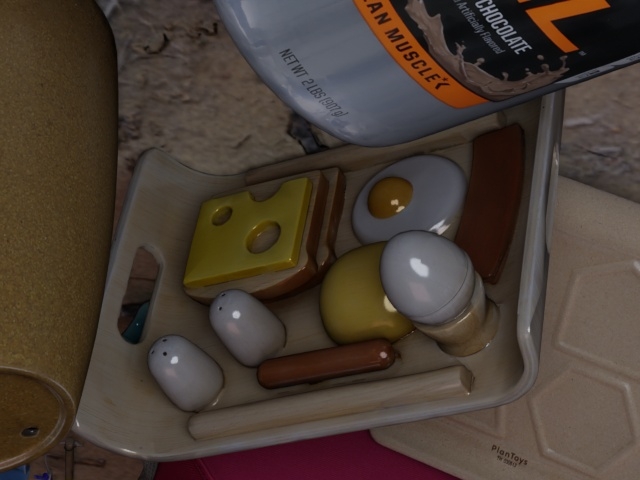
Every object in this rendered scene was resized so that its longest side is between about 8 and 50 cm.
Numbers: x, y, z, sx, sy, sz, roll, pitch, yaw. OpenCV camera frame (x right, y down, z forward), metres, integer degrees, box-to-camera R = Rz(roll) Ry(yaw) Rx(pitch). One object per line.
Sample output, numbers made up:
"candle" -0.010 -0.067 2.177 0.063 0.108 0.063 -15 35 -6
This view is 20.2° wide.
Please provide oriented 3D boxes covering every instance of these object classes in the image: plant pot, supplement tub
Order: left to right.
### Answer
"plant pot" -0.216 0.001 1.032 0.237 0.254 0.237 -10 146 -7
"supplement tub" 0.124 -0.181 0.802 0.338 0.207 0.207 -19 134 33

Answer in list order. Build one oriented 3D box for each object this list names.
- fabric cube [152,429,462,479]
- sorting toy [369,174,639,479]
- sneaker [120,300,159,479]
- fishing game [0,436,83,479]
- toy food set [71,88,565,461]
"fabric cube" 0.034 0.248 1.257 0.259 0.254 0.258 -17 150 -29
"sorting toy" 0.142 0.063 1.132 0.193 0.038 0.208 21 108 19
"sneaker" -0.099 0.102 1.336 0.122 0.110 0.283 28 134 -3
"fishing game" -0.337 0.193 1.511 0.264 0.041 0.189 7 153 -10
"toy food set" 0.000 0.000 1.059 0.306 0.219 0.092 -12 138 28
